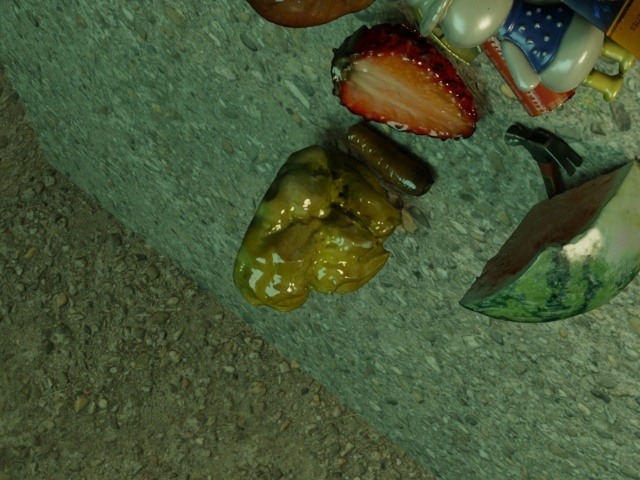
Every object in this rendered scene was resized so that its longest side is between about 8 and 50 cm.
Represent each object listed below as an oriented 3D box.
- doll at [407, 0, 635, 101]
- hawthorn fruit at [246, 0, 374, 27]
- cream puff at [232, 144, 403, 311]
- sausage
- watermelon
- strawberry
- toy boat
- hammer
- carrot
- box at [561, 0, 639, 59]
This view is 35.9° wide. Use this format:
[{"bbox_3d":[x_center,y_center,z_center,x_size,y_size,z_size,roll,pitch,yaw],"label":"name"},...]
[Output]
[{"bbox_3d":[0.226,-0.255,1.155,0.293,0.138,0.119,24,-179,-4],"label":"doll"},{"bbox_3d":[-0.024,-0.397,1.247,0.258,0.258,0.262,54,168,-23],"label":"hawthorn fruit"},{"bbox_3d":[-0.001,0.001,1.826,0.257,0.324,0.291,23,127,4],"label":"cream puff"},{"bbox_3d":[0.217,-0.280,1.244,0.274,0.074,0.074,50,158,-13],"label":"sausage"},{"bbox_3d":[0.353,0.015,1.378,0.260,0.256,0.176,-32,72,64],"label":"watermelon"},{"bbox_3d":[0.134,-0.243,1.449,0.236,0.111,0.190,26,152,-16],"label":"strawberry"},{"bbox_3d":[0.161,-0.306,1.310,0.066,0.065,0.172,34,166,52],"label":"toy boat"},{"bbox_3d":[0.356,-0.048,1.475,0.111,0.033,0.287,25,152,44],"label":"hammer"},{"bbox_3d":[0.116,-0.140,1.714,0.186,0.060,0.060,39,158,21],"label":"carrot"},{"bbox_3d":[0.314,-0.299,1.042,0.237,0.070,0.152,39,158,12],"label":"box"}]
